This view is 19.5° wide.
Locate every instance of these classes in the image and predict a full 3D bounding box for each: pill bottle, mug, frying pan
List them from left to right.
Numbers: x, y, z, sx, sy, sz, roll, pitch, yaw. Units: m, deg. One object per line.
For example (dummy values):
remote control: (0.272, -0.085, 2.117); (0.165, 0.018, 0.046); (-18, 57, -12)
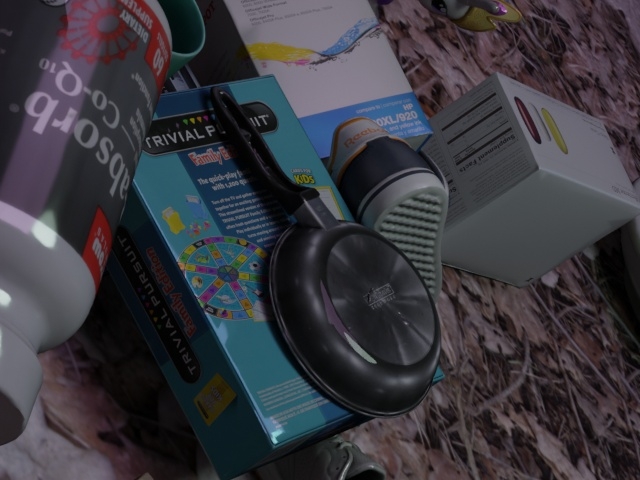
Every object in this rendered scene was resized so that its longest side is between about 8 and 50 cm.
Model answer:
pill bottle: (-0.254, -0.040, 1.418); (0.210, 0.210, 0.363); (36, 53, -32)
mug: (-0.191, -0.209, 1.728); (0.129, 0.097, 0.157); (6, 54, -53)
frying pan: (0.022, 0.005, 1.677); (0.197, 0.053, 0.326); (8, 59, -43)

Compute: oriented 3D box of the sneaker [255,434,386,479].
sneaker: (0.007, 0.209, 1.726); (0.099, 0.121, 0.262); (26, 38, -42)

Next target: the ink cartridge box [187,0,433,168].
ink cartridge box: (-0.026, -0.155, 1.968); (0.168, 0.171, 0.232); (-15, 70, -28)

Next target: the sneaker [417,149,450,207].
sneaker: (0.103, -0.053, 2.124); (0.163, 0.086, 0.226); (33, -3, -42)

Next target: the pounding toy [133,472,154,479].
pounding toy: (-0.140, 0.267, 1.439); (0.141, 0.130, 0.100); (53, 39, -2)

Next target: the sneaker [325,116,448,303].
sneaker: (0.050, 0.002, 1.879); (0.126, 0.321, 0.127); (-21, 58, -23)

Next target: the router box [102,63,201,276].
router box: (-0.206, -0.124, 1.805); (0.309, 0.081, 0.243); (60, 28, 10)

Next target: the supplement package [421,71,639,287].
supplement package: (0.235, -0.068, 2.308); (0.262, 0.204, 0.145); (16, 47, -51)

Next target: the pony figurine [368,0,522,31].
pony figurine: (0.037, -0.317, 2.174); (0.363, 0.302, 0.351); (18, 3, -8)

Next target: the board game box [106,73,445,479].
board game box: (-0.064, 0.023, 1.673); (0.254, 0.079, 0.336); (-15, 72, -51)

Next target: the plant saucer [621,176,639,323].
plant saucer: (0.547, 0.094, 2.734); (0.400, 0.100, 0.400); (39, 31, -29)
